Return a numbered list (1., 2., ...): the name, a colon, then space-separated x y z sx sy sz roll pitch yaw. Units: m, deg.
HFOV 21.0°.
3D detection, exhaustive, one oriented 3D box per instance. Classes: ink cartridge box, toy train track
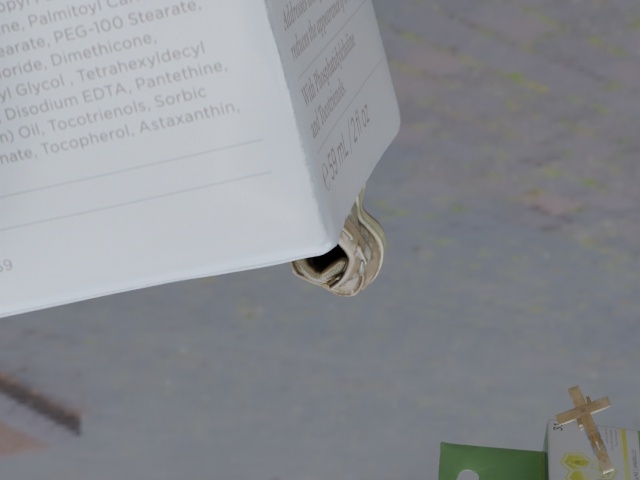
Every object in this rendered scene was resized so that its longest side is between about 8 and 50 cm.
1. ink cartridge box: 0.247 0.265 1.880 0.235 0.171 0.056 8 122 2
2. toy train track: 0.232 0.163 1.477 0.048 0.083 0.014 -21 147 2

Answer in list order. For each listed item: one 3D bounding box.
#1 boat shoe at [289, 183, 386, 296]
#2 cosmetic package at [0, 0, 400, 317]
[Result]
1. boat shoe: 0.000 0.000 2.075 0.122 0.110 0.341 14 158 15
2. cosmetic package: -0.164 -0.190 1.141 0.327 0.393 0.329 -11 -164 14
